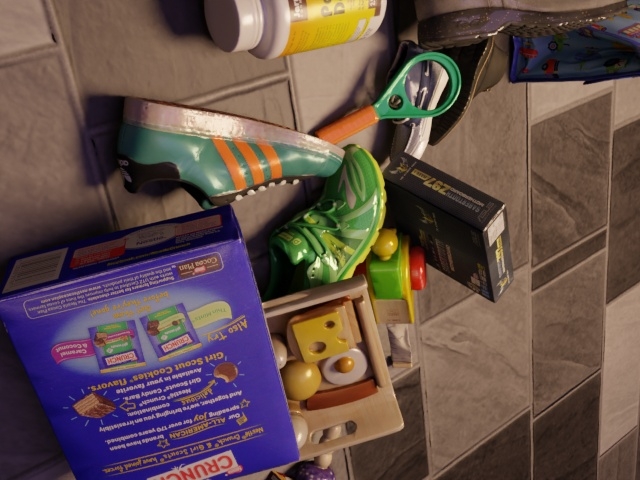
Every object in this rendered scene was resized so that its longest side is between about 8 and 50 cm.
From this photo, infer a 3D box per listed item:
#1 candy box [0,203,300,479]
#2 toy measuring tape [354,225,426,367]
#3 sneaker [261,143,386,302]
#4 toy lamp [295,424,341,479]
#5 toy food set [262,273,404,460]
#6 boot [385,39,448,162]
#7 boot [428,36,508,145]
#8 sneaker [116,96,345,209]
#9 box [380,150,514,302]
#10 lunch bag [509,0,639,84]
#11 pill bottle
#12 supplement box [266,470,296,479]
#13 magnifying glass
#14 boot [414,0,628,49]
[{"bbox_3d":[-0.190,0.146,0.855,0.268,0.122,0.317,-14,115,-5],"label":"candy box"},{"bbox_3d":[0.122,0.083,1.170,0.121,0.121,0.330,-41,143,-20],"label":"toy measuring tape"},{"bbox_3d":[0.000,0.000,1.024,0.123,0.109,0.296,20,93,-45],"label":"sneaker"},{"bbox_3d":[0.030,0.268,1.168,0.080,0.080,0.275,13,99,-40],"label":"toy lamp"},{"bbox_3d":[-0.011,0.195,1.019,0.219,0.092,0.306,-16,128,0],"label":"toy food set"},{"bbox_3d":[0.125,-0.203,1.089,0.086,0.069,0.190,20,86,-32],"label":"boot"},{"bbox_3d":[0.240,-0.237,1.163,0.137,0.076,0.198,6,117,-58],"label":"boot"},{"bbox_3d":[-0.110,-0.098,0.911,0.302,0.108,0.121,6,103,-31],"label":"sneaker"},{"bbox_3d":[0.195,-0.015,1.085,0.059,0.183,0.233,-48,149,-14],"label":"box"},{"bbox_3d":[0.498,-0.332,1.179,0.220,0.293,0.138,-22,118,-31],"label":"lunch bag"},{"bbox_3d":[-0.031,-0.293,0.889,0.214,0.117,0.117,-22,118,-31],"label":"pill bottle"},{"bbox_3d":[-0.047,0.415,1.171,0.083,0.055,0.043,34,84,-41],"label":"supplement box"},{"bbox_3d":[0.099,-0.196,1.041,0.230,0.026,0.092,-29,105,-7],"label":"magnifying glass"},{"bbox_3d":[0.281,-0.404,1.019,0.337,0.118,0.223,-10,97,-16],"label":"boot"}]
